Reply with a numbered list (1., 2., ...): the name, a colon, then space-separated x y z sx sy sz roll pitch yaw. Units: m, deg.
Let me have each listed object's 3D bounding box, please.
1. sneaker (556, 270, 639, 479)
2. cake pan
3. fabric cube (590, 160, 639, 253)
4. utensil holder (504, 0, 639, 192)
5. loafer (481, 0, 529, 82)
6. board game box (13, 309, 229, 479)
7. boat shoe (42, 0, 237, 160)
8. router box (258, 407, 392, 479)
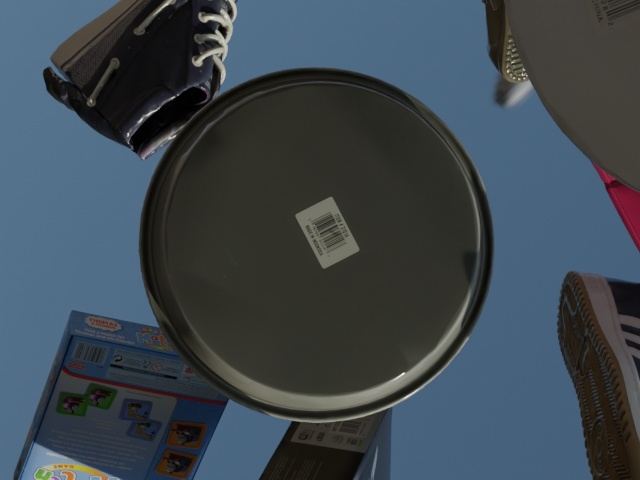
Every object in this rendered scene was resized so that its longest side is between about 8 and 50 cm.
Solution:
1. sneaker: 0.296 0.124 1.450 0.282 0.153 0.099 -95 -167 -56
2. cake pan: 0.000 0.000 1.399 0.293 0.293 0.054 -55 -179 -7
3. fabric cube: 0.414 -0.135 1.570 0.258 0.259 0.254 -15 -159 49
4. utensil holder: 0.355 -0.199 1.132 0.327 0.385 0.327 15 -69 43
5. loafer: 0.157 -0.204 1.405 0.050 0.056 0.148 30 -65 55
6. board game box: -0.179 0.166 1.587 0.039 0.160 0.211 -100 -152 -52
7. boat shoe: -0.135 -0.234 1.937 0.340 0.127 0.158 -43 -120 -3
8. router box: -0.014 0.305 1.458 0.081 0.243 0.309 7 -155 14
